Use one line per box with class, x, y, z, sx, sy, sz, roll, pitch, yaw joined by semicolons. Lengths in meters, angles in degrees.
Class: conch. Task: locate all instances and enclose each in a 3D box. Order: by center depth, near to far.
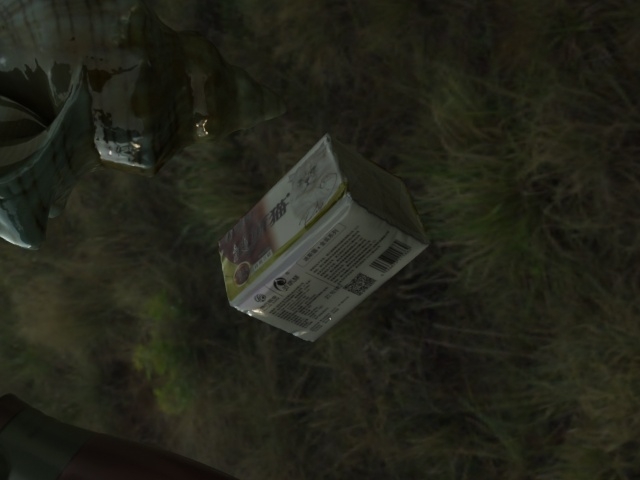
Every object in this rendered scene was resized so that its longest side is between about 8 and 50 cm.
conch;-0.217;-0.089;0.652;0.170;0.386;0.203;85;176;-55

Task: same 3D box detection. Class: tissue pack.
tissue pack;-0.001;-0.001;0.793;0.148;0.106;0.099;-42;42;24

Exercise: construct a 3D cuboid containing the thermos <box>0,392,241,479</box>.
thermos;-0.120;0.202;0.601;0.265;0.146;0.176;29;166;4
